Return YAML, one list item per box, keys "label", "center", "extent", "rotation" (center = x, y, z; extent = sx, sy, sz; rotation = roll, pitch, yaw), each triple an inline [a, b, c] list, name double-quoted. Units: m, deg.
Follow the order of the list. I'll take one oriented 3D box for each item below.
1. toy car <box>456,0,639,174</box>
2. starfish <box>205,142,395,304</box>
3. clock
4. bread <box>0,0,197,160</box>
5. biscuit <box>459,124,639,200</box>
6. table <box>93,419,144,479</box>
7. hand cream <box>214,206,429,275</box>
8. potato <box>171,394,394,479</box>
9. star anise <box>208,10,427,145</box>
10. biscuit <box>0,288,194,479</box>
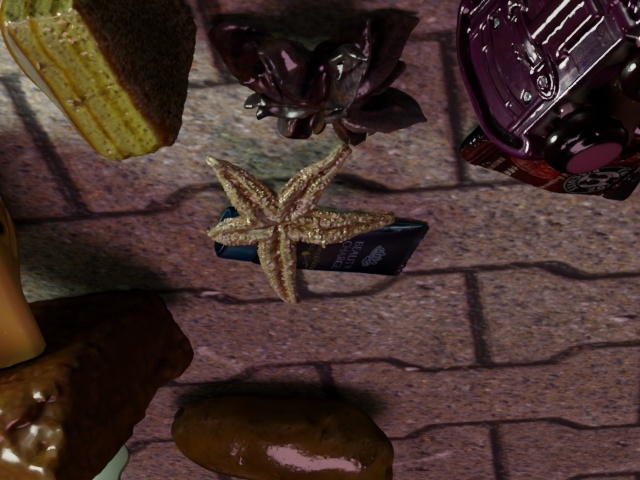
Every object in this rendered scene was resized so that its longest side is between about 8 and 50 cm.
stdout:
- label: "toy car"
  center: [0.301, -0.216, 1.348]
  extent: [0.240, 0.271, 0.341]
  rotation: [-1, 152, -32]
- label: "starfish"
  center: [-0.026, -0.022, 1.752]
  extent: [0.231, 0.048, 0.295]
  rotation: [-18, 133, 5]
- label: "clock"
  center: [-0.461, -0.001, 1.699]
  extent: [0.200, 0.244, 0.317]
  rotation: [-15, 145, -13]
- label: "bread"
  center: [-0.219, -0.211, 1.402]
  extent: [0.110, 0.184, 0.234]
  rotation: [-7, 145, 19]
- label: "biscuit"
  center: [0.301, -0.103, 1.674]
  extent: [0.235, 0.063, 0.151]
  rotation: [8, 158, -20]
- label: "table"
  center: [-0.378, 0.368, 2.293]
  extent: [0.166, 0.198, 0.166]
  rotation: [1, 147, 1]
- label: "hand cream"
  center: [0.000, 0.000, 1.858]
  extent: [0.270, 0.061, 0.120]
  rotation: [5, 142, -20]
- label: "potato"
  center: [-0.060, 0.327, 2.285]
  extent: [0.369, 0.177, 0.195]
  rotation: [11, -172, -2]
- label: "star anise"
  center: [0.005, -0.172, 1.524]
  extent: [0.212, 0.129, 0.282]
  rotation: [-9, 155, 25]
- label: "biscuit"
  center: [-0.400, 0.208, 1.892]
  extent: [0.342, 0.395, 0.166]
  rotation: [-8, 111, 24]
